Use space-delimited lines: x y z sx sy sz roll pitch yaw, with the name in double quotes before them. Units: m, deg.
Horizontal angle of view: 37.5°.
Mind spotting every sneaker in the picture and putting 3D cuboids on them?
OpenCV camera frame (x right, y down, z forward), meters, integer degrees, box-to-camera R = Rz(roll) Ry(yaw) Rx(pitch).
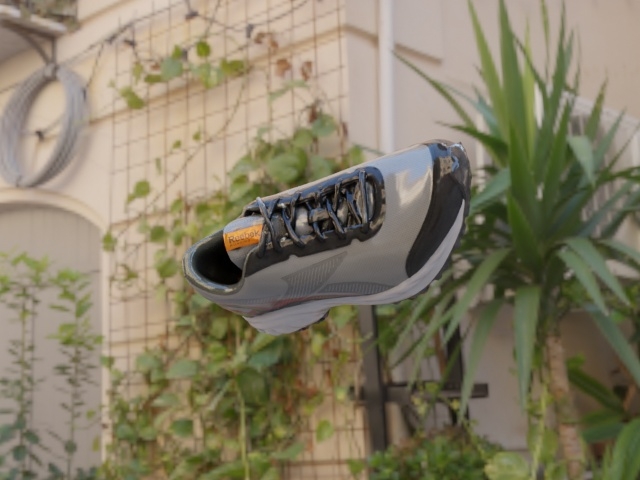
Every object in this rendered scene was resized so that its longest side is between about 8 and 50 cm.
"sneaker" 0.000 0.000 0.701 0.108 0.100 0.271 22 -35 -37
